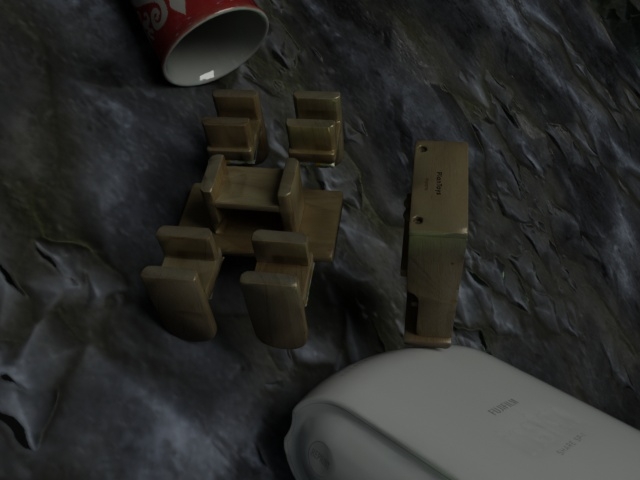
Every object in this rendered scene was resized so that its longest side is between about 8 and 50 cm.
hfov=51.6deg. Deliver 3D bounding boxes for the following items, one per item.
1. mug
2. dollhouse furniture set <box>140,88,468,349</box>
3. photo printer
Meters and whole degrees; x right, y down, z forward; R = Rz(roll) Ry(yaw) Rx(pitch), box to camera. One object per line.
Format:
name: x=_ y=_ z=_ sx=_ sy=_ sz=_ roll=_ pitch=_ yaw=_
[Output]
mug: x=-0.142 y=-0.248 z=0.658 sx=0.113 sy=0.150 sz=0.169 roll=-29 pitch=81 yaw=-11
dollhouse furniture set: x=0.000 y=0.000 z=0.584 sx=0.242 sy=0.161 sz=0.212 roll=4 pitch=52 yaw=9
photo printer: x=0.143 y=0.185 z=0.525 sx=0.256 sy=0.307 sz=0.107 roll=-3 pitch=113 yaw=-50
